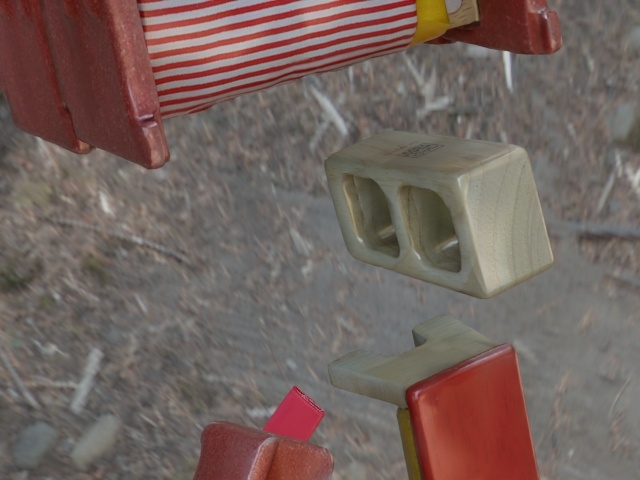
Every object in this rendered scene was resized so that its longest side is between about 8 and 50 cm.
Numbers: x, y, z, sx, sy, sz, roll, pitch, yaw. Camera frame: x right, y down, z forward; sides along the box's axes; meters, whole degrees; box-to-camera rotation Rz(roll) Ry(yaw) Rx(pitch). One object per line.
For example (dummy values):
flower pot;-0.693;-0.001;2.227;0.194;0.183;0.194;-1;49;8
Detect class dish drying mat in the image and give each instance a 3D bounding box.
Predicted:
dish drying mat;-0.029;0.144;1.159;0.032;0.008;0.083;39;112;13

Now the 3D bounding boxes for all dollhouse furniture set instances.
dollhouse furniture set;0.000;0.000;0.718;0.201;0.152;0.374;-21;108;-26
